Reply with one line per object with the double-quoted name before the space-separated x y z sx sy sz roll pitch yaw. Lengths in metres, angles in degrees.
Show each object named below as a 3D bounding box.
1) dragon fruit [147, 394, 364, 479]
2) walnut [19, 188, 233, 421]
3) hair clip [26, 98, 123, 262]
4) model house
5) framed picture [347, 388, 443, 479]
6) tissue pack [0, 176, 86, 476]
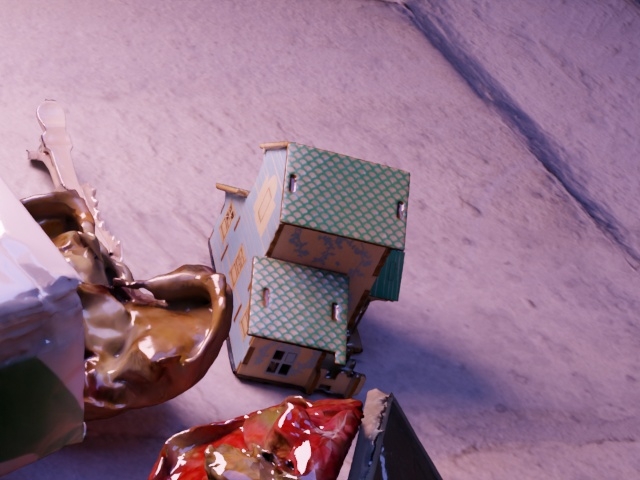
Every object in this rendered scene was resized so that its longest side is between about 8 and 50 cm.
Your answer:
"dragon fruit" -0.071 0.197 1.113 0.152 0.205 0.317 23 29 0
"walnut" -0.207 0.078 1.278 0.238 0.141 0.204 29 48 18
"hair clip" -0.253 -0.043 1.529 0.034 0.072 0.226 -4 49 -33
"model house" 0.000 0.000 1.475 0.178 0.206 0.271 13 31 -17
"framed picture" 0.073 0.284 1.119 0.232 0.024 0.315 60 23 -20
"tissue pack" -0.371 0.071 1.049 0.356 0.194 0.266 -23 52 -30
